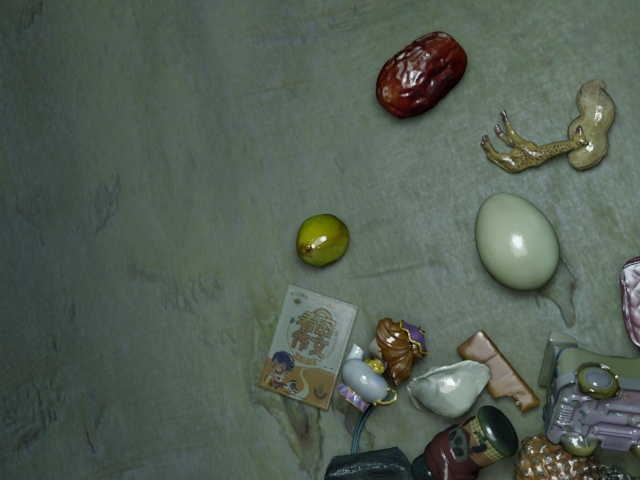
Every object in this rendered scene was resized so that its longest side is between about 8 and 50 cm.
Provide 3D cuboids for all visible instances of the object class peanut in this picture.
[{"bbox_3d":[0.664,-0.285,1.857,0.104,0.085,0.228,13,89,35],"label":"peanut"}]

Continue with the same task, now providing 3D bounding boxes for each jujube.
[{"bbox_3d":[0.251,-0.422,1.933,0.243,0.183,0.183,-46,76,8],"label":"jujube"}]

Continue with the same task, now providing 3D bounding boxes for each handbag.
[{"bbox_3d":[0.781,0.145,1.771,0.146,0.135,0.225,-6,86,20],"label":"handbag"},{"bbox_3d":[0.128,0.637,1.949,0.270,0.088,0.175,-13,101,12],"label":"handbag"}]

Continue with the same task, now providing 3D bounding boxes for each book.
[{"bbox_3d":[-0.033,0.289,2.056,0.208,0.020,0.295,16,91,17],"label":"book"}]

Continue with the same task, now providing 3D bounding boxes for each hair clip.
[{"bbox_3d":[0.111,0.501,1.996,0.070,0.039,0.229,19,97,17],"label":"hair clip"}]

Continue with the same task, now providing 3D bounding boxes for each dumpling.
[{"bbox_3d":[0.302,0.364,1.881,0.216,0.166,0.126,-16,48,53],"label":"dumpling"}]

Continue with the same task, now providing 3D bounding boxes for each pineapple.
[{"bbox_3d":[0.639,0.566,1.769,0.361,0.175,0.175,14,90,17],"label":"pineapple"}]

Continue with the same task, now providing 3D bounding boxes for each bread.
[{"bbox_3d":[0.445,0.335,1.899,0.088,0.049,0.226,-39,78,10],"label":"bread"}]

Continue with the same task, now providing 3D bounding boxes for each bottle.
[{"bbox_3d":[0.345,0.527,1.855,0.271,0.156,0.143,-40,90,26],"label":"bottle"}]

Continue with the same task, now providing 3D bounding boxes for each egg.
[{"bbox_3d":[0.474,0.001,1.839,0.188,0.188,0.253,-24,77,13],"label":"egg"}]

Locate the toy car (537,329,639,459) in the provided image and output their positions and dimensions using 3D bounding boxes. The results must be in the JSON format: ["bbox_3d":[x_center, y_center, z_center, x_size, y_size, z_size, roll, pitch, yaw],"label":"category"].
[{"bbox_3d":[0.689,0.351,1.743,0.336,0.226,0.242,4,125,5],"label":"toy car"}]

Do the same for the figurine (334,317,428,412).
[{"bbox_3d":[0.159,0.308,1.923,0.189,0.142,0.263,40,86,28],"label":"figurine"}]

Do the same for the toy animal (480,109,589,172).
[{"bbox_3d":[0.522,-0.233,1.874,0.275,0.054,0.149,22,107,38],"label":"toy animal"}]

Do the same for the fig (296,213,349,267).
[{"bbox_3d":[0.004,0.001,2.015,0.136,0.121,0.153,20,69,21],"label":"fig"}]
